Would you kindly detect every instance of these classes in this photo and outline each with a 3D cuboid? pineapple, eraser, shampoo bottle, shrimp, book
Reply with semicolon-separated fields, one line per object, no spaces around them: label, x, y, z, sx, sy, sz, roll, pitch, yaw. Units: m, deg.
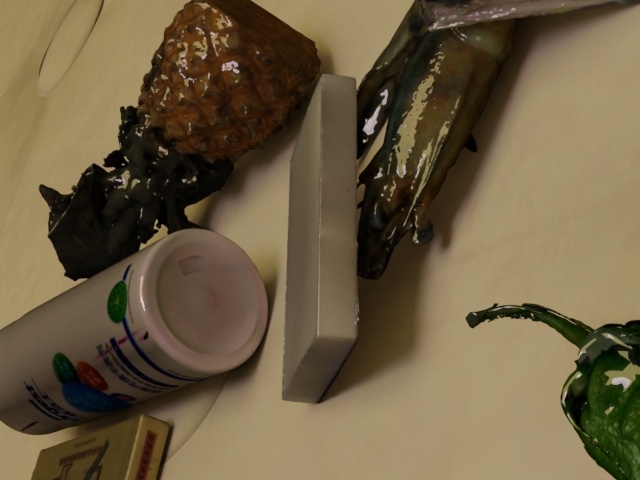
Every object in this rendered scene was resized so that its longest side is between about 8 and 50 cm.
pineapple;-0.106;-0.060;0.942;0.237;0.119;0.111;-51;15;24
eraser;0.000;0.000;0.733;0.104;0.023;0.150;114;159;-63
shampoo bottle;-0.154;0.074;0.930;0.303;0.092;0.092;-24;46;50
shrimp;0.049;-0.074;0.765;0.150;0.051;0.217;-14;51;64
book;-0.172;0.233;0.890;0.161;0.026;0.231;-25;46;50

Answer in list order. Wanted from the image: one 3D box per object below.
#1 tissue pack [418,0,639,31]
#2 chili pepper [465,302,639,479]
tissue pack;0.108;-0.187;0.693;0.115;0.065;0.155;-4;59;22
chili pepper;0.126;0.105;0.437;0.122;0.065;0.279;-40;38;30
